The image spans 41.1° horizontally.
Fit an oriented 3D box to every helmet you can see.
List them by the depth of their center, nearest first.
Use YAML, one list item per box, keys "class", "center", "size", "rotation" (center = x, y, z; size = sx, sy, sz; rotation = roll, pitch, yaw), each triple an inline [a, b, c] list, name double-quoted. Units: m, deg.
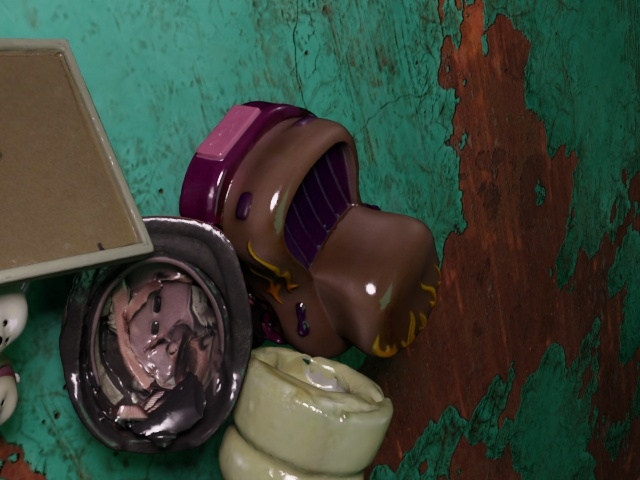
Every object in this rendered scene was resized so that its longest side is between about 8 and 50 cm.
- class: "helmet"
  center: [-0.176, 0.101, 0.923]
  size: [0.198, 0.154, 0.254]
  rotation: [1, 90, -12]

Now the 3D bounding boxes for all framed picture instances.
- class: "framed picture"
  center: [-0.309, -0.067, 0.712]
  size: [0.324, 0.020, 0.241]
  rotation: [-15, 77, -49]

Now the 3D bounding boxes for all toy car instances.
- class: "toy car"
  center: [0.000, 0.000, 1.039]
  size: [0.271, 0.240, 0.341]
  rotation: [-56, 140, -27]

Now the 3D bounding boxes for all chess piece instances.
- class: "chess piece"
  center: [-0.063, 0.358, 1.001]
  size: [0.234, 0.234, 0.442]
  rotation: [7, 106, -52]

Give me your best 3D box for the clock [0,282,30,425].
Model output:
- class: "clock"
  center: [-0.329, 0.104, 0.752]
  size: [0.144, 0.103, 0.231]
  rotation: [-12, 134, -42]
